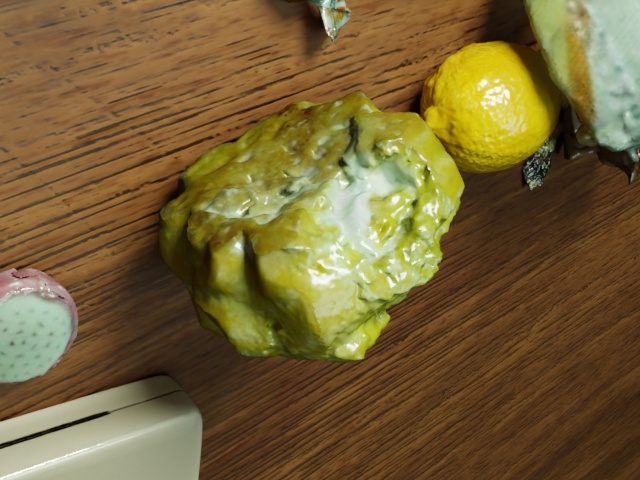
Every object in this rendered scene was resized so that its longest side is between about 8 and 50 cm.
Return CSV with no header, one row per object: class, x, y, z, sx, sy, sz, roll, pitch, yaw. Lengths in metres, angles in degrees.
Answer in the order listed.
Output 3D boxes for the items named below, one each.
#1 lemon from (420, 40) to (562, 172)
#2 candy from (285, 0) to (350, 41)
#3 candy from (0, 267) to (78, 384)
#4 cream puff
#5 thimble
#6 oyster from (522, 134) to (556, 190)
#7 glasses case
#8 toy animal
lemon,0.190,-0.149,0.820,0.187,0.142,0.142,-27,131,-25
candy,-0.020,-0.240,0.644,0.053,0.046,0.182,-51,135,-6
candy,-0.260,0.074,0.636,0.103,0.043,0.103,-22,127,-32
cream puff,0.001,0.001,0.657,0.281,0.281,0.185,-35,126,-20
thimble,0.333,-0.231,0.786,0.254,0.167,0.288,33,48,-37
oyster,0.310,-0.109,1.039,0.054,0.019,0.083,13,107,-45
glasses case,-0.276,0.241,0.703,0.336,0.076,0.144,-11,123,-37
toy animal,0.429,-0.140,1.011,0.179,0.188,0.089,-7,132,2
